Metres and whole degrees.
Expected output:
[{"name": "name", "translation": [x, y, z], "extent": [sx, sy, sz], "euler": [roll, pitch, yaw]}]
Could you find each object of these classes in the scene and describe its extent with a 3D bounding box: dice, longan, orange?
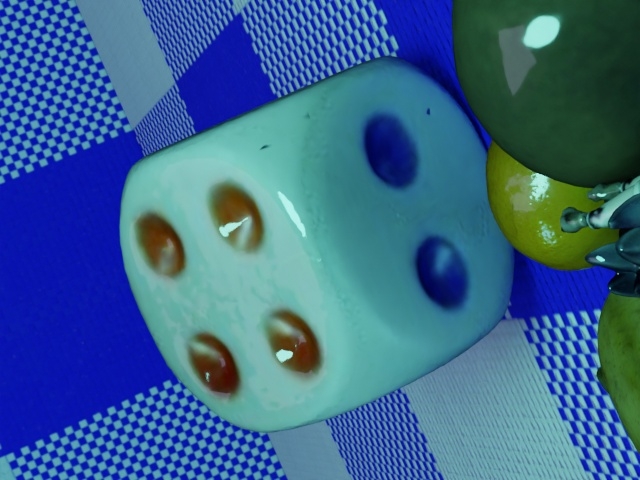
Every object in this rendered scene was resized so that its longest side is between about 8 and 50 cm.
[{"name": "dice", "translation": [0.000, 0.000, 1.535], "extent": [0.277, 0.304, 0.304], "euler": [-17, 98, 41]}, {"name": "longan", "translation": [0.190, -0.149, 1.101], "extent": [0.196, 0.197, 0.220], "euler": [33, 143, 61]}, {"name": "orange", "translation": [0.211, -0.053, 1.245], "extent": [0.124, 0.156, 0.156], "euler": [-7, 109, 42]}]

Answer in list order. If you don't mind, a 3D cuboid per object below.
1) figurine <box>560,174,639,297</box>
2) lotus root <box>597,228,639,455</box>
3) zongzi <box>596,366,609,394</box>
[{"name": "figurine", "translation": [0.290, -0.025, 0.952], "extent": [0.197, 0.175, 0.265], "euler": [29, 152, -3]}, {"name": "lotus root", "translation": [0.297, 0.081, 1.112], "extent": [0.182, 0.183, 0.310], "euler": [92, 156, -56]}, {"name": "zongzi", "translation": [0.308, 0.153, 1.440], "extent": [0.083, 0.040, 0.076], "euler": [50, 172, -10]}]
